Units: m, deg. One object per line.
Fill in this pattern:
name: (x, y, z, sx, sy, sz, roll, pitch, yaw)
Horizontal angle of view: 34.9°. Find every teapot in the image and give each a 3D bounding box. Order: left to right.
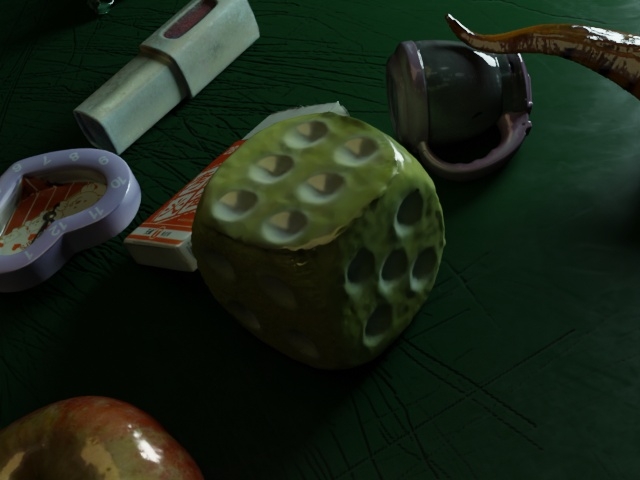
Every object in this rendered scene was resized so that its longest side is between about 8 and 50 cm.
teapot: (0.148, -0.146, 1.048, 0.146, 0.116, 0.148, -8, 41, -2)

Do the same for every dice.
dice: (0.000, 0.000, 0.916, 0.166, 0.169, 0.169, 22, 58, 34)

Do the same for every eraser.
eraser: (-0.087, -0.057, 1.052, 0.230, 0.038, 0.157, -43, 21, -21)

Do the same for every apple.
apple: (-0.186, 0.224, 0.778, 0.209, 0.164, 0.209, -8, 58, 13)

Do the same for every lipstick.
lipstick: (-0.188, -0.209, 1.251, 0.079, 0.077, 0.253, 25, 61, 36)

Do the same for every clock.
clock: (-0.298, -0.026, 1.124, 0.198, 0.064, 0.172, -34, 46, -13)

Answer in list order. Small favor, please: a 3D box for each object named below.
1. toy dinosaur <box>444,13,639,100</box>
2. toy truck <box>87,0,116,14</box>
toy dinosaur: (0.353, -0.162, 0.986, 0.432, 0.097, 0.208, 33, 61, 29)
toy truck: (-0.277, -0.392, 1.470, 0.078, 0.080, 0.154, 22, 54, 3)
